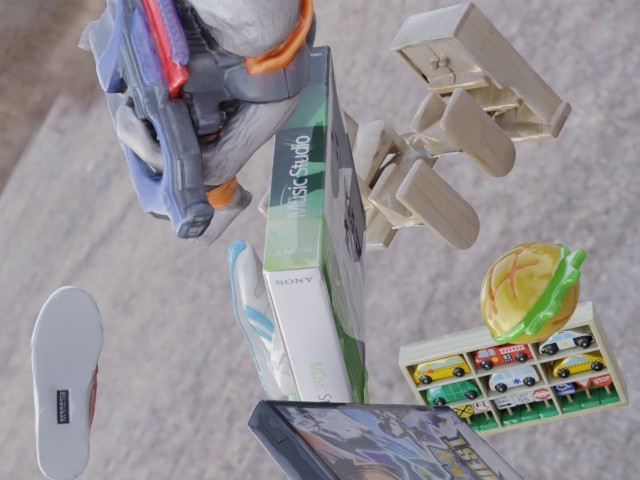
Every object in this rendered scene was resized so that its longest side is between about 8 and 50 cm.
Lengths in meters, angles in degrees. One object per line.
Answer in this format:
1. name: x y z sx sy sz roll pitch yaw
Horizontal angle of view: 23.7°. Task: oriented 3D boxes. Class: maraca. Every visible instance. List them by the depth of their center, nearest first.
1. maraca: 0.230 0.056 1.634 0.127 0.099 0.185 -60 9 -8

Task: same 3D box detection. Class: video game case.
1. video game case: 0.104 0.230 1.293 0.275 0.248 0.035 45 116 39

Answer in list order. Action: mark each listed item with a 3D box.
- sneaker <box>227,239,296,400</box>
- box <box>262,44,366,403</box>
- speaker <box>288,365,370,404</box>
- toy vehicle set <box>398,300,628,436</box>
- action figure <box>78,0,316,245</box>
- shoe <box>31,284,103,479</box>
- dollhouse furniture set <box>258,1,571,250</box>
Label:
1. sneaker: -0.055 0.092 1.916 0.092 0.229 0.087 -18 30 5
2. box: 0.000 0.000 1.465 0.322 0.058 0.232 -89 -11 -48
3. speaker: 0.017 0.284 2.170 0.131 0.131 0.297 -53 29 37
4. toy vehicle set: 0.256 0.178 2.020 0.266 0.166 0.035 -15 37 20
5. action figure: -0.092 -0.166 1.102 0.330 0.178 0.341 148 108 -71
6. shoe: -0.236 0.127 1.400 0.081 0.063 0.178 -160 72 -76
7. dollhouse furniture set: 0.174 -0.126 2.351 0.362 0.256 0.394 -4 50 54
